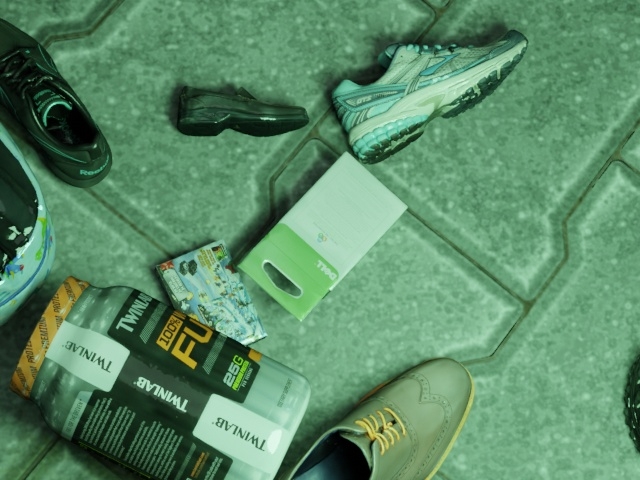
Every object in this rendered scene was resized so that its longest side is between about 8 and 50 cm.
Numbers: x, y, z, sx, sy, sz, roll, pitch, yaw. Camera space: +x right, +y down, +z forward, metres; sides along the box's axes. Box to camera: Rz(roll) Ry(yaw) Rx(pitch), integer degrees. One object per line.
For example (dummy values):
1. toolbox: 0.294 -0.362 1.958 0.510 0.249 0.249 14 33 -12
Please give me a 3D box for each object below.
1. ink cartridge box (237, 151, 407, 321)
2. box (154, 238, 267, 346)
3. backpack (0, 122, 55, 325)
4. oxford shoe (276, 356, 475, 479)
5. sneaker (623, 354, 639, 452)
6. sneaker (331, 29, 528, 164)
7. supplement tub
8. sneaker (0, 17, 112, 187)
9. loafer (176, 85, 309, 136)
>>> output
1. ink cartridge box: 0.000 0.000 1.915 0.109 0.062 0.209 43 73 1
2. box: -0.137 0.078 1.887 0.094 0.027 0.137 -22 82 -17
3. backpack: -0.467 -0.053 1.757 0.355 0.273 0.290 34 69 21
4. oxford shoe: 0.068 0.252 1.810 0.130 0.132 0.364 42 60 12
5. sneaker: 0.470 0.259 1.935 0.108 0.100 0.271 -12 82 -28
6. sneaker: 0.142 -0.219 1.975 0.283 0.110 0.122 -30 80 -16
7. supplement tub: -0.187 0.178 1.765 0.316 0.193 0.193 27 73 -3
8. sneaker: -0.349 -0.188 1.872 0.101 0.106 0.267 -42 86 -16
9. loafer: -0.099 -0.170 1.940 0.170 0.062 0.061 1 71 -12
